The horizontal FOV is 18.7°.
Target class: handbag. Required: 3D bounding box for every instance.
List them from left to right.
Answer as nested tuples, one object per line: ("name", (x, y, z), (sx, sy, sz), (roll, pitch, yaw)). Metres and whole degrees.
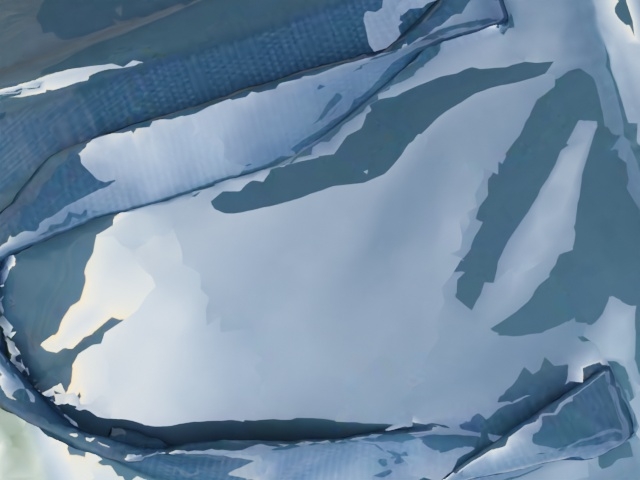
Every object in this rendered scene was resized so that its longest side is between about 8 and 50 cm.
("handbag", (0.000, 0.000, 0.621), (0.222, 0.241, 0.263), (-127, -158, -89))
